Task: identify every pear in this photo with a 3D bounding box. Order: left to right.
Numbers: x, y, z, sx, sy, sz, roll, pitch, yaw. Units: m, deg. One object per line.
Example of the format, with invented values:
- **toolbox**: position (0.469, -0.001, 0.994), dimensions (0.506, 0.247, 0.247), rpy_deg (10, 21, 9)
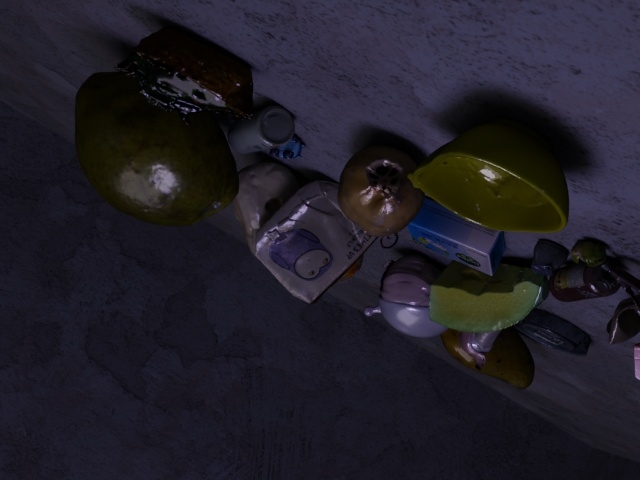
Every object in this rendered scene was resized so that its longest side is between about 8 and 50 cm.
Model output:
- **pear**: position (-0.383, -0.207, 1.750), dimensions (0.413, 0.352, 0.352), rpy_deg (43, 168, 0)

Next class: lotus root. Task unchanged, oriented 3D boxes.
- **lotus root**: position (0.117, -0.093, 1.522), dimensions (0.169, 0.151, 0.342), rpy_deg (44, 174, 3)

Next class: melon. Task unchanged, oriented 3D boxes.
- **melon**: position (0.393, 0.118, 1.705), dimensions (0.124, 0.196, 0.323), rpy_deg (47, 159, -26)

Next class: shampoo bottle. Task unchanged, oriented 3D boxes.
- **shampoo bottle**: position (-0.142, -0.236, 1.666), dimensions (0.085, 0.085, 0.262), rpy_deg (33, 168, -21)

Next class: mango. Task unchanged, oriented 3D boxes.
- **mango**: position (0.509, 0.312, 2.291), dimensions (0.330, 0.176, 0.175), rpy_deg (25, -177, 0)

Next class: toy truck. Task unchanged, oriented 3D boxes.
- **toy truck**: position (-0.071, -0.207, 1.717), dimensions (0.073, 0.056, 0.090), rpy_deg (15, 178, 20)

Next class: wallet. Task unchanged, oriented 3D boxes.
- **wallet**: position (0.001, -0.001, 1.907), dimensions (0.275, 0.335, 0.068), rpy_deg (39, -162, -20)

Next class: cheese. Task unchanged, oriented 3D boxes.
- **cheese**: position (-0.131, -0.081, 1.984), dimensions (0.247, 0.174, 0.251), rpy_deg (92, 163, -53)

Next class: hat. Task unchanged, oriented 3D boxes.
- **hat**: position (0.638, 0.136, 1.497), dimensions (0.166, 0.144, 0.173), rpy_deg (-1, -153, 6)

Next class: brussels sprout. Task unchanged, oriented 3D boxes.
- **brussels sprout**: position (0.484, 0.024, 1.392), dimensions (0.051, 0.046, 0.083), rpy_deg (51, 167, -9)

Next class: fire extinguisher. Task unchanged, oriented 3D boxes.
- **fire extinguisher**: position (0.535, 0.080, 1.446), dimensions (0.106, 0.075, 0.252), rpy_deg (29, 168, -4)

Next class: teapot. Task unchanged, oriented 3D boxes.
- **teapot**: position (0.447, 0.038, 1.515), dimensions (0.066, 0.057, 0.088), rpy_deg (31, 168, -7)

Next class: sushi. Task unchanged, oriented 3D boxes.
- **sushi**: position (-0.246, -0.303, 1.471), dimensions (0.287, 0.140, 0.149), rpy_deg (29, 162, 1)

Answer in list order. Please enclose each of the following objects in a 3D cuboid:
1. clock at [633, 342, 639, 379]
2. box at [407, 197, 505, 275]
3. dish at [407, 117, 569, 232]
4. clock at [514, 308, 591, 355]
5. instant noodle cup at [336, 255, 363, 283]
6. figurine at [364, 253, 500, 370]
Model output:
- **clock**: position (0.707, 0.232, 1.495), dimensions (0.166, 0.092, 0.162), rpy_deg (-1, -173, 37)
- **box**: position (0.291, -0.011, 1.637), dimensions (0.194, 0.073, 0.139), rpy_deg (24, 168, 23)
- **dish**: position (0.270, -0.108, 1.168), dimensions (0.221, 0.108, 0.262), rpy_deg (32, 167, -17)
- **clock**: position (0.620, 0.244, 2.052), dimensions (0.215, 0.042, 0.215), rpy_deg (27, 169, 6)
- **instant noodle cup**: position (0.027, 0.030, 2.217), dimensions (0.205, 0.204, 0.153), rpy_deg (21, 176, 36)
- **figurine**: position (0.323, 0.185, 2.076), dimensions (0.361, 0.211, 0.253), rpy_deg (28, 169, -2)
